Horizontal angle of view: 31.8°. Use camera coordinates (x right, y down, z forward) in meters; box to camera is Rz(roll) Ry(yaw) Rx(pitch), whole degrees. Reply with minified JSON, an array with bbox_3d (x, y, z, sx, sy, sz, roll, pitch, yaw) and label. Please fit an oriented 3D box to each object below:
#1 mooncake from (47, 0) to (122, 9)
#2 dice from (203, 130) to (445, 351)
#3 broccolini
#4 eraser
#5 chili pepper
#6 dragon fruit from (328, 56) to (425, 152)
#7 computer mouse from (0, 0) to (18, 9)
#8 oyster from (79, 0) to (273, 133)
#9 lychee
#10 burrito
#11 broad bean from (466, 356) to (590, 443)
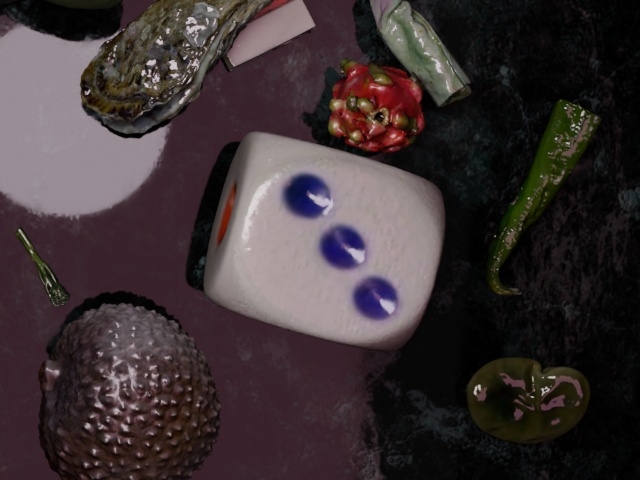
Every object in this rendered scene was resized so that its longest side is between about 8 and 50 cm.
[{"bbox_3d":[-0.371,-0.514,1.618,0.351,0.187,0.351,6,65,-13],"label":"mooncake"},{"bbox_3d":[0.000,0.000,1.698,0.304,0.304,0.277,15,88,-12],"label":"dice"},{"bbox_3d":[-0.435,0.041,1.749,0.030,0.035,0.140,-31,96,-13],"label":"broccolini"},{"bbox_3d":[-0.128,-0.408,1.799,0.157,0.038,0.230,-29,96,-10],"label":"eraser"},{"bbox_3d":[0.364,-0.070,1.889,0.085,0.076,0.359,25,82,8],"label":"chili pepper"},{"bbox_3d":[0.086,-0.212,1.775,0.166,0.172,0.160,44,91,-13],"label":"dragon fruit"},{"bbox_3d":[-0.444,-0.434,1.714,0.264,0.088,0.147,-14,92,-8],"label":"computer mouse"},{"bbox_3d":[-0.210,-0.298,1.716,0.351,0.158,0.162,-38,90,-1],"label":"oyster"},{"bbox_3d":[-0.281,0.234,1.662,0.300,0.300,0.300,0,91,-12],"label":"lychee"},{"bbox_3d":[0.158,-0.317,1.817,0.089,0.144,0.229,-36,93,1],"label":"burrito"},{"bbox_3d":[0.350,0.271,1.904,0.207,0.072,0.153,-7,90,0],"label":"broad bean"}]
